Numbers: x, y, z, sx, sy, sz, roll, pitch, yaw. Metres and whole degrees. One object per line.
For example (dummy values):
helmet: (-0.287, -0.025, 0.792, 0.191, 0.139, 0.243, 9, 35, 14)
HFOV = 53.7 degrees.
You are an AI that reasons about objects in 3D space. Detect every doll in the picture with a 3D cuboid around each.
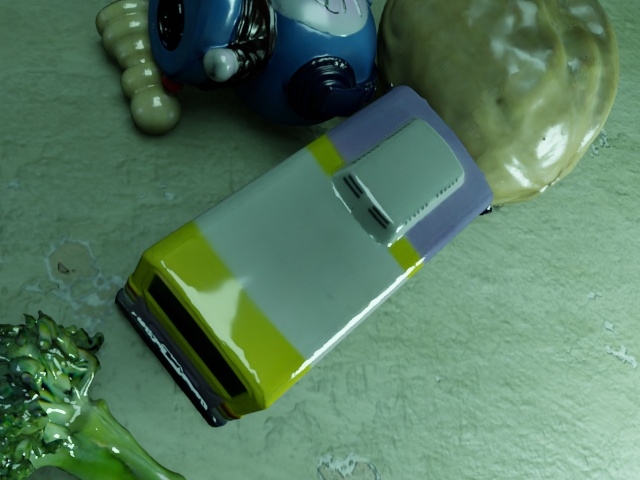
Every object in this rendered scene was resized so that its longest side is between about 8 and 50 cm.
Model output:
doll: (-0.061, -0.276, 0.851, 0.310, 0.240, 0.284, -6, 50, -38)

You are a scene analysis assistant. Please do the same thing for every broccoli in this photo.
broccoli: (-0.269, 0.189, 0.674, 0.275, 0.177, 0.198, 35, 19, -41)

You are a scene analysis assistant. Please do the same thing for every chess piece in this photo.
chess piece: (-0.239, -0.226, 0.852, 0.094, 0.094, 0.170, -11, 81, -27)

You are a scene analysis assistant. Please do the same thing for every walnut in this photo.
walnut: (0.247, -0.234, 0.935, 0.381, 0.381, 0.381, 9, 67, -21)

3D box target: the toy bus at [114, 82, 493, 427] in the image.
toy bus: (0.000, 0.000, 0.775, 0.440, 0.249, 0.209, -37, 88, -31)
